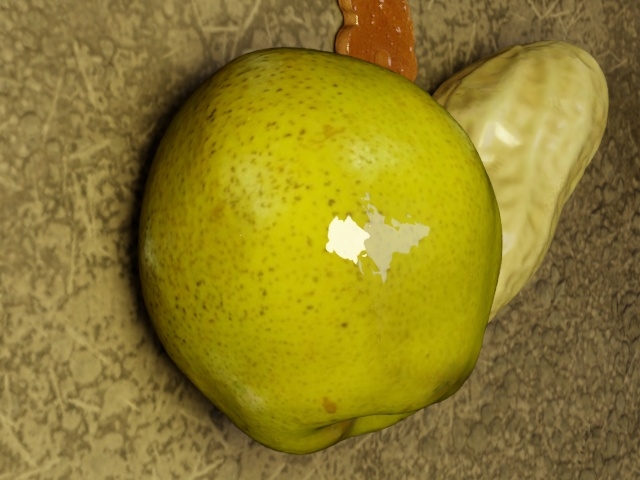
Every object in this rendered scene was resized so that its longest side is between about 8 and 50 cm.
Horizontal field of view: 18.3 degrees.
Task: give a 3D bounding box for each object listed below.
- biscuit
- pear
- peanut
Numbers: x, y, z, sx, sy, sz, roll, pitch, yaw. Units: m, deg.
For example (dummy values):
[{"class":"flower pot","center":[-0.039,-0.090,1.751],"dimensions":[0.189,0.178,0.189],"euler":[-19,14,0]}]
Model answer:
[{"class":"biscuit","center":[0.046,-0.159,1.678],"dimensions":[0.102,0.019,0.130],"euler":[-2,90,-49]},{"class":"pear","center":[0.000,0.000,1.443],"dimensions":[0.294,0.294,0.294],"euler":[1,88,-49]},{"class":"peanut","center":[0.142,-0.050,1.695],"dimensions":[0.152,0.152,0.313],"euler":[48,58,-37]}]
